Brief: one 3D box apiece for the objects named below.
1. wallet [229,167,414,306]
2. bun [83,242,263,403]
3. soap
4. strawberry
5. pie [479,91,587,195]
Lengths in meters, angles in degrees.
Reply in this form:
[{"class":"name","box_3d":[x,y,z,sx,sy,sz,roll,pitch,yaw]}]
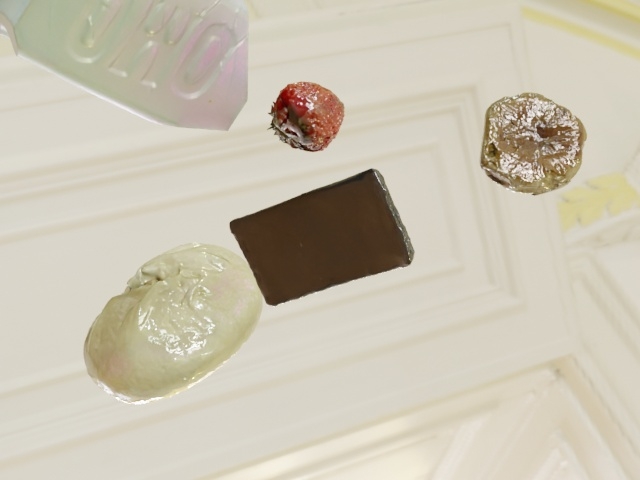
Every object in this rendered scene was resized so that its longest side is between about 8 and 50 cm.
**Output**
[{"class":"wallet","box_3d":[0.000,0.000,1.478,0.285,0.030,0.146,-19,-85,37]},{"class":"bun","box_3d":[-0.283,0.144,1.936,0.213,0.361,0.361,60,-19,-13]},{"class":"soap","box_3d":[-0.236,-0.281,1.363,0.208,0.346,0.115,-54,-137,12]},{"class":"strawberry","box_3d":[-0.014,-0.167,1.362,0.106,0.106,0.106,46,-37,51]},{"class":"pie","box_3d":[0.359,-0.165,1.741,0.046,0.195,0.195,89,-22,-64]}]
